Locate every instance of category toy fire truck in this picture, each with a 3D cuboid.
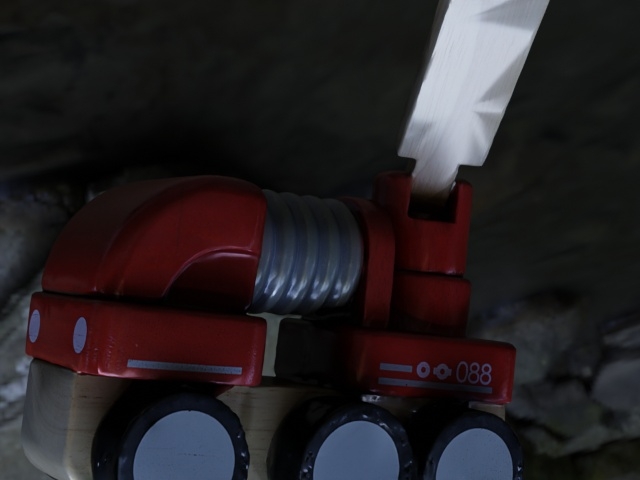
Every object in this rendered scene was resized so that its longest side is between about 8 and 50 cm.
[{"bbox_3d":[0.000,0.000,0.549,0.217,0.246,0.158,8,176,-30],"label":"toy fire truck"}]
